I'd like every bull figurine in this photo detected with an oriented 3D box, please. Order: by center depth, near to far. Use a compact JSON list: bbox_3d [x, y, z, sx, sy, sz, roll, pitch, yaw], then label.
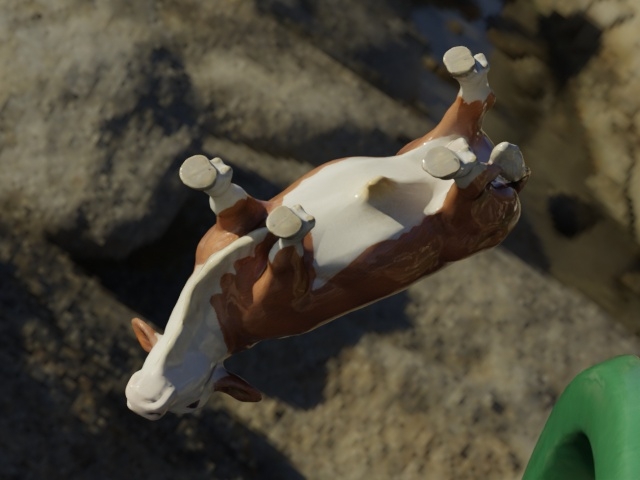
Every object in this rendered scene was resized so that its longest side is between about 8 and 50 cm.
[{"bbox_3d":[0.000,0.000,1.041,0.101,0.310,0.188,55,-16,23],"label":"bull figurine"}]

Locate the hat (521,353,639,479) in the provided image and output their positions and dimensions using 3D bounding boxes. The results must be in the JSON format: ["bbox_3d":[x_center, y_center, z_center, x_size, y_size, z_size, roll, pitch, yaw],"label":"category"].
[{"bbox_3d":[0.122,0.143,0.345,0.184,0.173,0.208,16,49,1],"label":"hat"}]
